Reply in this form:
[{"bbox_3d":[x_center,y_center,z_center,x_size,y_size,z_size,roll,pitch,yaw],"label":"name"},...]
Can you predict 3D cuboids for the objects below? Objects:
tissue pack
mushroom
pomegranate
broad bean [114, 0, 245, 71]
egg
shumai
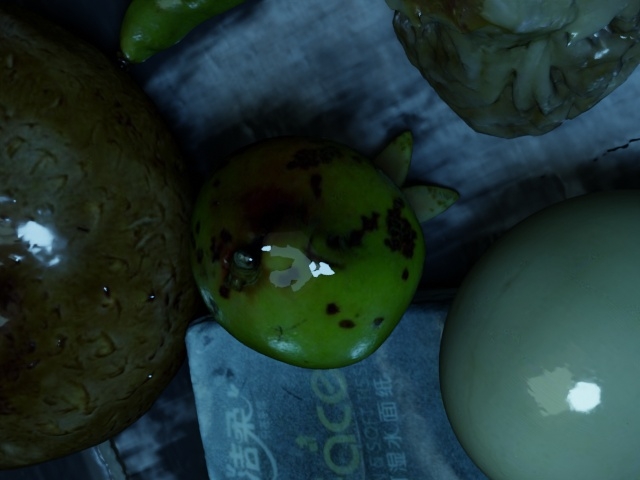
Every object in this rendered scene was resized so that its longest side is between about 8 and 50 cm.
[{"bbox_3d":[0.044,0.128,1.314,0.257,0.081,0.185,-6,99,28],"label":"tissue pack"},{"bbox_3d":[-0.243,0.006,1.361,0.345,0.239,0.345,9,134,9],"label":"mushroom"},{"bbox_3d":[0.006,-0.012,1.225,0.156,0.220,0.156,22,137,22],"label":"pomegranate"},{"bbox_3d":[-0.055,-0.185,1.311,0.256,0.052,0.052,-24,50,33],"label":"broad bean"},{"bbox_3d":[0.175,0.062,1.133,0.186,0.242,0.186,23,130,30],"label":"egg"},{"bbox_3d":[0.112,-0.151,1.156,0.166,0.175,0.206,45,122,12],"label":"shumai"}]
